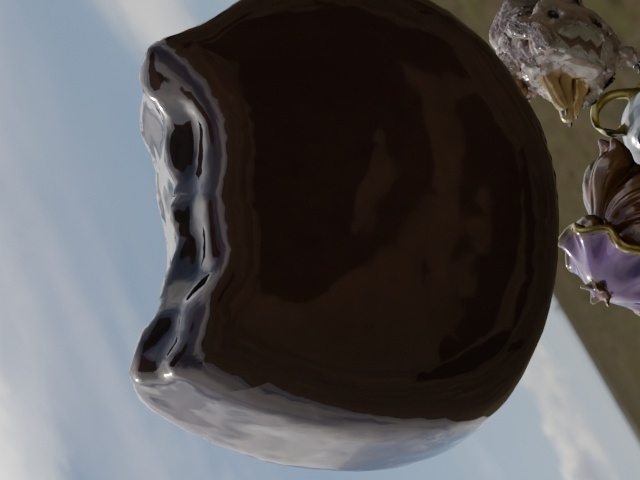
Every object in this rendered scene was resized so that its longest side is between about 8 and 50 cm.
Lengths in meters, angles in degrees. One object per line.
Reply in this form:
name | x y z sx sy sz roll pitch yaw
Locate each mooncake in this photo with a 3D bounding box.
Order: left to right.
mooncake | 0.000 0.000 1.229 0.326 0.334 0.174 56 156 7

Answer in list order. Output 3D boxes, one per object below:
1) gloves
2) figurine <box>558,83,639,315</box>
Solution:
gloves | 0.196 -0.165 1.574 0.144 0.110 0.094 41 132 50
figurine | 0.319 -0.044 1.693 0.189 0.263 0.142 20 155 13
